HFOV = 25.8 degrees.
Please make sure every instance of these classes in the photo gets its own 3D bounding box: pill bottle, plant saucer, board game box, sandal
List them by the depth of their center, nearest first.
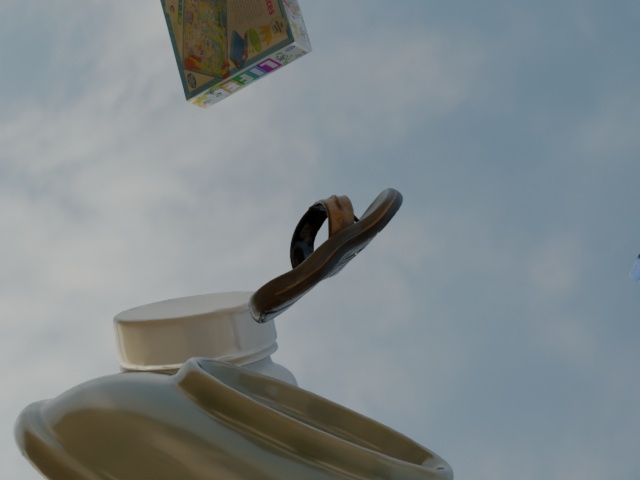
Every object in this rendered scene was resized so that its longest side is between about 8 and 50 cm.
[{"bbox_3d":[-0.019,0.169,1.014,0.400,0.400,0.100,22,-91,40],"label":"plant saucer"},{"bbox_3d":[-0.073,-0.192,1.073,0.103,0.026,0.154,-25,-112,25],"label":"board game box"},{"bbox_3d":[0.000,0.000,1.207,0.219,0.060,0.090,-37,174,-45],"label":"sandal"},{"bbox_3d":[-0.113,0.246,1.503,0.204,0.204,0.361,-5,-84,31],"label":"pill bottle"}]

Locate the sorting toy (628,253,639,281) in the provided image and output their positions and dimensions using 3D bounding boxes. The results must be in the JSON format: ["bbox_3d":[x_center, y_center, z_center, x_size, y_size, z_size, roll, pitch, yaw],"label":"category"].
[{"bbox_3d":[0.434,-0.075,1.354,0.348,0.196,0.047,-39,-107,-25],"label":"sorting toy"}]
